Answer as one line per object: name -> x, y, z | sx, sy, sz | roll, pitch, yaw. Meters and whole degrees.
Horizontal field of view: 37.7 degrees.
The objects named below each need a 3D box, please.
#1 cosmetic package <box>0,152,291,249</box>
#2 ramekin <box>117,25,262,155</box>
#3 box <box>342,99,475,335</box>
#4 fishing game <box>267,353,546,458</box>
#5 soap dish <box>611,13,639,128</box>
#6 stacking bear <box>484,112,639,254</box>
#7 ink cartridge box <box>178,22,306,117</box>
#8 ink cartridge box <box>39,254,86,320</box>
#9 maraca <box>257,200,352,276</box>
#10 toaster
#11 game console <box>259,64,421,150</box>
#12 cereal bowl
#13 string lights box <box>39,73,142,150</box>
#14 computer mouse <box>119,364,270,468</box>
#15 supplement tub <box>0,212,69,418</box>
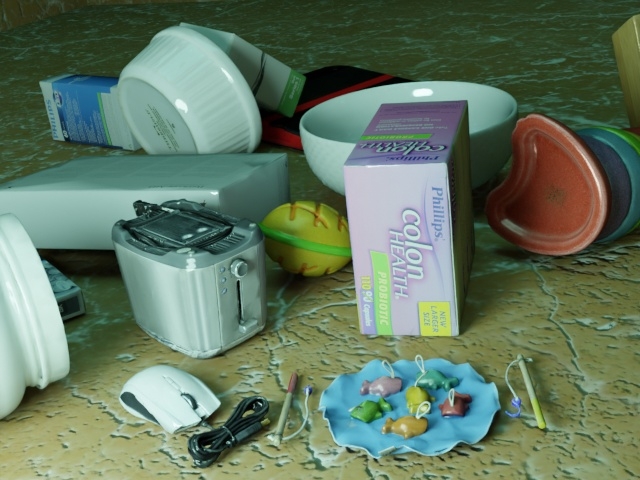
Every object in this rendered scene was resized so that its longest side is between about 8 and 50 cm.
cosmetic package -> -0.268, -0.064, 1.426 | 0.378, 0.097, 0.284 | 1, 13, 18
ramekin -> -0.241, -0.231, 1.656 | 0.273, 0.272, 0.127 | 17, 48, 43
box -> 0.117, -0.034, 1.143 | 0.117, 0.213, 0.243 | -1, 25, 14
fishing game -> 0.086, 0.155, 0.936 | 0.264, 0.041, 0.189 | -4, 21, 9
soap dish -> 0.635, -0.292, 1.597 | 0.291, 0.228, 0.118 | -19, 10, -27
stacking bear -> 0.387, -0.084, 1.266 | 0.289, 0.175, 0.164 | -16, 43, -42
ink cartridge box -> -0.161, -0.322, 1.782 | 0.160, 0.092, 0.219 | 21, -1, 38
ink cartridge box -> -0.448, 0.084, 1.248 | 0.208, 0.045, 0.206 | -22, 28, -29
maraca -> 0.000, 0.000, 1.255 | 0.186, 0.099, 0.127 | 9, 13, -37
toaster -> -0.159, 0.044, 1.126 | 0.227, 0.146, 0.129 | 17, 32, 42
game console -> 0.018, -0.275, 1.945 | 0.387, 0.060, 0.342 | -26, 35, -36
cereal bowl -> 0.141, -0.140, 1.472 | 0.339, 0.141, 0.339 | -6, 23, 3
string lights box -> -0.466, -0.271, 1.960 | 0.260, 0.133, 0.077 | 11, 30, 35
computer mouse -> -0.145, 0.167, 0.969 | 0.193, 0.042, 0.106 | 15, 33, 42
supplement tub -> -0.442, 0.107, 0.959 | 0.316, 0.228, 0.228 | -19, 26, -27
